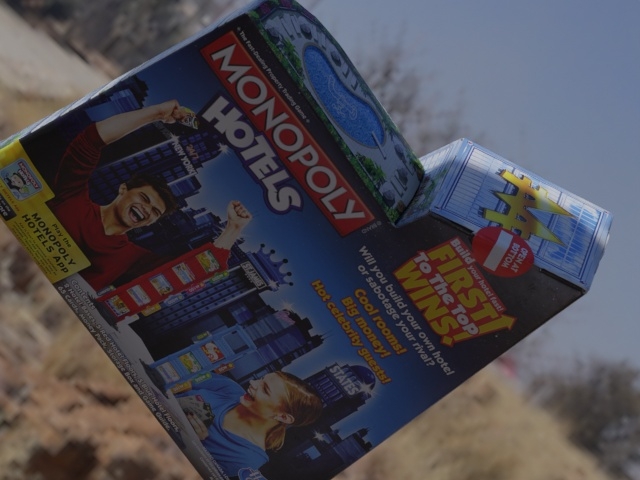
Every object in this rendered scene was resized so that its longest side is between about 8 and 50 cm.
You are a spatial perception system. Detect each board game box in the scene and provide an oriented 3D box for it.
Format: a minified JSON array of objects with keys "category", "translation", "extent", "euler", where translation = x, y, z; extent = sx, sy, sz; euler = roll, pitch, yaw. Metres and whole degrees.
[{"category":"board game box","translation":[0.000,0.000,0.694],"extent":[0.194,0.194,0.060],"euler":[55,32,-17]}]
